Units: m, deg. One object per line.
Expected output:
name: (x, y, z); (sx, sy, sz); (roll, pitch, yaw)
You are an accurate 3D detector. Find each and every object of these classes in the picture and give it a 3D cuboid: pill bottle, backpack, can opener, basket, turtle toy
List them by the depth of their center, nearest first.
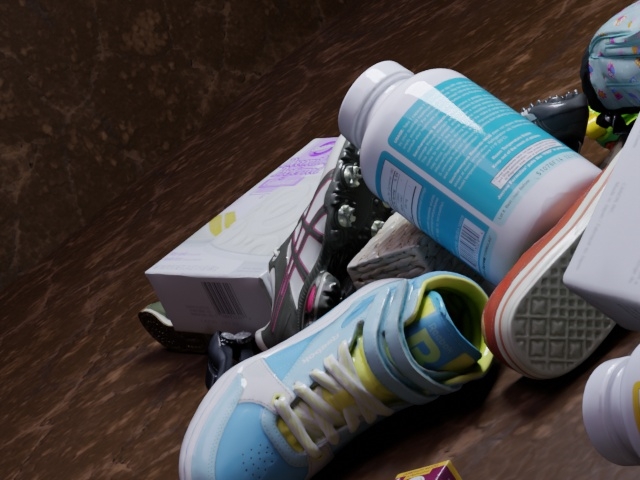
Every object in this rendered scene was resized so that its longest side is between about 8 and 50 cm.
pill bottle: (0.260, 0.103, 1.083); (0.103, 0.103, 0.184); (-43, 16, -34)
pill bottle: (0.139, -0.068, 1.605); (0.146, 0.146, 0.264); (-34, 57, -27)
backpack: (0.337, -0.180, 1.611); (0.152, 0.115, 0.182); (-38, 13, -12)
basket: (0.119, 0.017, 1.724); (0.113, 0.103, 0.167); (-20, 18, 43)
turtle toy: (0.331, -0.125, 1.805); (0.095, 0.066, 0.130); (-33, 14, 7)
can opener: (-0.095, 0.151, 1.897); (0.059, 0.073, 0.186); (4, 13, -9)

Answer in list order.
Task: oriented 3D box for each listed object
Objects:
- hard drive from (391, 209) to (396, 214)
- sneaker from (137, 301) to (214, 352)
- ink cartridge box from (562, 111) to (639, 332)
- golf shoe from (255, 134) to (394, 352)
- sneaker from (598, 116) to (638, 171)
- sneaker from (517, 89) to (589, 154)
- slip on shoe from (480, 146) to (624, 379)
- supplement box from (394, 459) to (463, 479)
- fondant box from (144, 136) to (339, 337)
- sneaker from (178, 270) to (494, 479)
hard drive: (0.125, -0.011, 1.830); (0.135, 0.094, 0.022); (-36, 12, -8)
sneaker: (-0.163, 0.098, 2.202); (0.086, 0.064, 0.192); (-38, 19, -22)
ink cartridge box: (0.383, -0.054, 1.178); (0.385, 0.091, 0.308); (16, 77, 52)
golf shoe: (0.000, 0.000, 1.767); (0.120, 0.105, 0.273); (3, 73, 39)
sneaker: (0.294, -0.065, 1.684); (0.071, 0.066, 0.188); (-28, 12, 45)
sneaker: (0.234, -0.074, 1.707); (0.078, 0.106, 0.234); (-16, -14, -12)
slip on shoe: (0.260, -0.006, 1.462); (0.331, 0.123, 0.101); (-43, 11, -18)
supplement box: (0.072, 0.211, 1.273); (0.055, 0.043, 0.083); (-22, 18, 37)
fondant box: (-0.021, -0.010, 2.077); (0.330, 0.096, 0.238); (-39, 24, -33)
sneaker: (0.024, 0.127, 1.487); (0.319, 0.127, 0.208); (-41, 9, -26)
